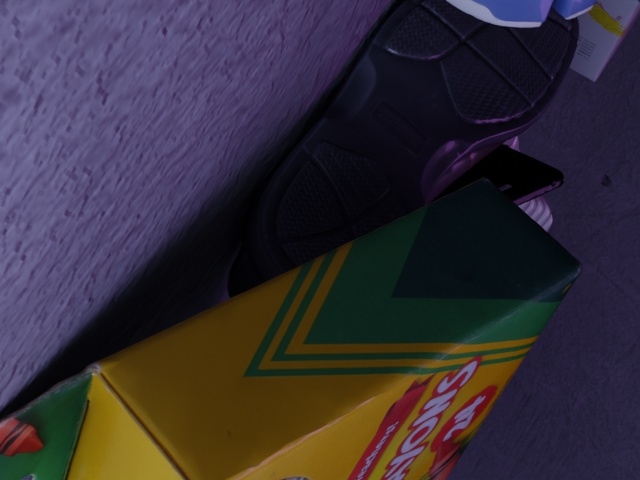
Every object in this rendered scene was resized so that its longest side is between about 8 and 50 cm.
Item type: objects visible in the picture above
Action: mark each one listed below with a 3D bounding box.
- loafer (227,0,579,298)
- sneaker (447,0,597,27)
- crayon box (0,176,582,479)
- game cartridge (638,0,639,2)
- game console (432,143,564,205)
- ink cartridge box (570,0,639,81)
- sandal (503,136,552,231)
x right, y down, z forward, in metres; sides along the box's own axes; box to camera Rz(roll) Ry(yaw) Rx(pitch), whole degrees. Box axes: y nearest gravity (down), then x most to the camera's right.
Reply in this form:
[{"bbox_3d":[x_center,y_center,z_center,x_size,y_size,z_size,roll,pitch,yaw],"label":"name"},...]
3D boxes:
[{"bbox_3d":[0.045,-0.065,0.799,0.302,0.109,0.095,-47,-174,-32],"label":"loafer"},{"bbox_3d":[0.204,-0.249,0.717,0.316,0.127,0.182,-30,155,-22],"label":"sneaker"},{"bbox_3d":[-0.026,0.108,0.652,0.319,0.081,0.202,-25,151,-39],"label":"crayon box"},{"bbox_3d":[0.266,-0.269,0.924,0.294,0.060,0.196,28,90,-45],"label":"game cartridge"},{"bbox_3d":[0.107,-0.019,0.992,0.122,0.107,0.071,-24,124,-27],"label":"game console"},{"bbox_3d":[0.229,-0.250,1.097,0.128,0.127,0.176,-54,171,-30],"label":"ink cartridge box"},{"bbox_3d":[0.093,-0.043,1.139,0.169,0.102,0.416,-41,157,4],"label":"sandal"}]
